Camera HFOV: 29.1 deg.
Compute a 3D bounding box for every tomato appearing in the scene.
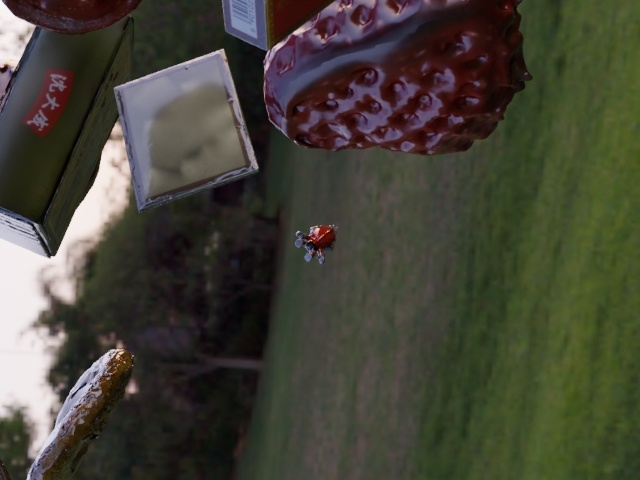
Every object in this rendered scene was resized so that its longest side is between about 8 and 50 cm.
[{"bbox_3d":[-0.325,-0.384,1.543,0.139,0.200,0.233,-127,30,-48],"label":"tomato"}]

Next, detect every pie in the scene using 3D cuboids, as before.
[{"bbox_3d":[-0.363,0.276,1.864,0.273,0.069,0.273,-58,9,14],"label":"pie"}]

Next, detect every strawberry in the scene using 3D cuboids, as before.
[{"bbox_3d":[0.085,-0.249,1.598,0.317,0.345,0.295,84,169,-76],"label":"strawberry"}]

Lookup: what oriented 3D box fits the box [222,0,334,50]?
[{"bbox_3d":[-0.033,-0.330,1.231,0.153,0.074,0.239,-39,-33,-30],"label":"box"}]

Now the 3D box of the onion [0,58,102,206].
[{"bbox_3d":[-0.633,-0.184,2.518,0.345,0.358,0.358,151,125,-62],"label":"onion"}]

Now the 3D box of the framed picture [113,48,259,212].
[{"bbox_3d":[-0.187,-0.155,1.686,0.010,0.173,0.231,67,-174,-55],"label":"framed picture"}]

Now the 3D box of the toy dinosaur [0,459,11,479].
[{"bbox_3d":[-0.425,0.385,1.393,0.327,0.207,0.113,-20,-50,-54],"label":"toy dinosaur"}]

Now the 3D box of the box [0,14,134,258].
[{"bbox_3d":[-0.444,-0.183,2.071,0.420,0.138,0.373,139,154,-78],"label":"box"}]

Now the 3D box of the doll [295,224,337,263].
[{"bbox_3d":[-0.001,0.001,1.969,0.114,0.057,0.039,-35,-36,-56],"label":"doll"}]
